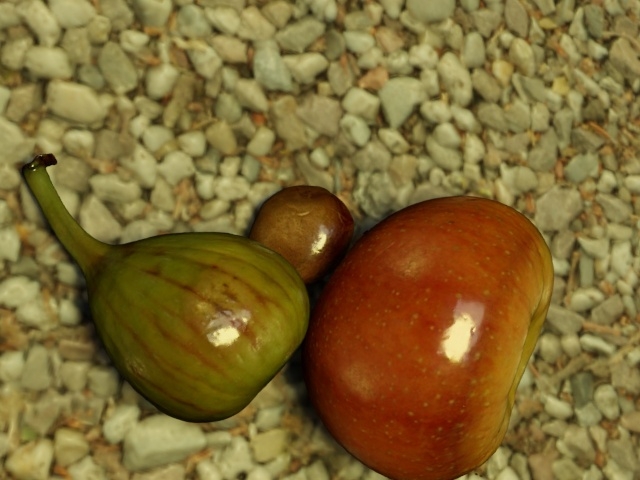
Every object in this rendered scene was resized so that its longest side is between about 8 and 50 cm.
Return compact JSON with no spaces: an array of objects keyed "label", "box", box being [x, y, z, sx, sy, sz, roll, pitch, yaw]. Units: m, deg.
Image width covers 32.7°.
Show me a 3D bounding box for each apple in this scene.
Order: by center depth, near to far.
[{"label":"apple","box":[0.085,0.073,0.882,0.173,0.210,0.235,19,56,19]}]

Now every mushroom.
[{"label":"mushroom","box":[0.002,-0.008,0.930,0.129,0.073,0.088,-5,47,-27]}]

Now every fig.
[{"label":"fig","box":[-0.137,0.028,0.830,0.259,0.151,0.151,36,68,-4]}]
